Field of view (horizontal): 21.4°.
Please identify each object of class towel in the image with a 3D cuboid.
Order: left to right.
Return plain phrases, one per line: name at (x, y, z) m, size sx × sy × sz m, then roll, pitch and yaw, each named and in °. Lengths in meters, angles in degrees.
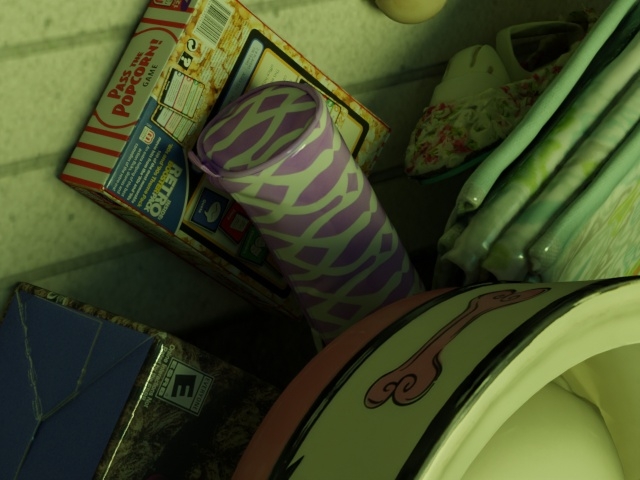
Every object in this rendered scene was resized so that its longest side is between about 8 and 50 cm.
towel at (0.208, -0.037, 1.213) m, size 0.374 × 0.090 × 0.320 m, roll -47°, pitch 157°, yaw -23°

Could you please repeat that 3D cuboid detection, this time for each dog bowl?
dog bowl at (0.101, 0.204, 0.961) m, size 0.408 × 0.150 × 0.408 m, roll -13°, pitch 109°, yaw -42°

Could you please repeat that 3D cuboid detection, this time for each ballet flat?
ballet flat at (0.132, -0.110, 1.211) m, size 0.241 × 0.091 × 0.077 m, roll -28°, pitch 100°, yaw -43°

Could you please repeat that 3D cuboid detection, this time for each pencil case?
pencil case at (0.000, 0.000, 1.039) m, size 0.088 × 0.086 × 0.206 m, roll -33°, pitch 124°, yaw -6°

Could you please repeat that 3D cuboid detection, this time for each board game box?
board game box at (-0.086, 0.192, 1.025) m, size 0.291 × 0.141 × 0.232 m, roll 31°, pitch 79°, yaw -44°
board game box at (-0.053, -0.055, 1.061) m, size 0.193 × 0.045 × 0.146 m, roll 37°, pitch 75°, yaw -43°

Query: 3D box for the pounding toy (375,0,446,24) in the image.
pounding toy at (0.116, -0.267, 1.123) m, size 0.237 × 0.110 × 0.183 m, roll -46°, pitch 128°, yaw -26°
